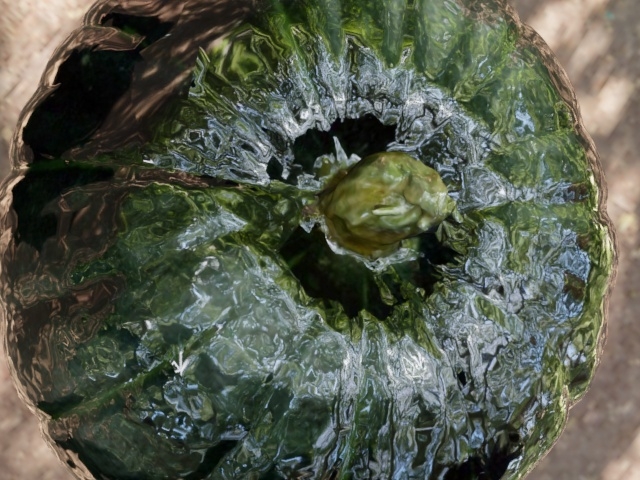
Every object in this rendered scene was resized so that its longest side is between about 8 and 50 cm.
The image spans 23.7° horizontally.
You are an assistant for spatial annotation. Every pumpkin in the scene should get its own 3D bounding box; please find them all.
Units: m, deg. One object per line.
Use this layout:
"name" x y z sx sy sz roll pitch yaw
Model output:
"pumpkin" 0.000 0.000 0.575 0.250 0.250 0.216 -34 179 -20
